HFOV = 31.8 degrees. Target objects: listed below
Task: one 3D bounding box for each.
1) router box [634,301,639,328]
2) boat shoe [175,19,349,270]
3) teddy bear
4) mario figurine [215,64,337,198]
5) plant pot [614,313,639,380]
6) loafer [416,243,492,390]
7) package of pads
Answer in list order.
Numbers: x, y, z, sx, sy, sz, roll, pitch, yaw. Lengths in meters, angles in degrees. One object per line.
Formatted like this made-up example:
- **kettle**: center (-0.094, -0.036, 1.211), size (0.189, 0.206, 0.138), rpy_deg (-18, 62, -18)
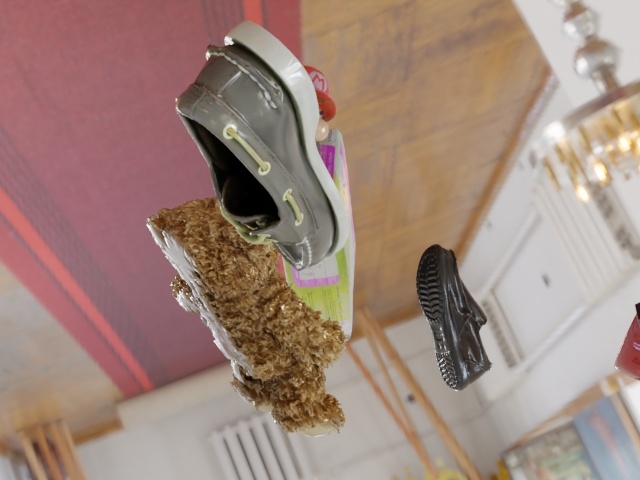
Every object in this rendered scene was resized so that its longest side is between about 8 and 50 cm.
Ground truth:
- **router box**: center (0.422, 0.075, 1.160), size (0.179, 0.046, 0.133), rpy_deg (-28, -162, 19)
- **boat shoe**: center (-0.049, -0.054, 0.942), size (0.091, 0.109, 0.305), rpy_deg (-45, 153, -16)
- **teddy bear**: center (-0.069, 0.086, 1.286), size (0.113, 0.338, 0.245), rpy_deg (-37, -164, -23)
- **mario figurine**: center (-0.059, -0.098, 1.533), size (0.170, 0.320, 0.198), rpy_deg (21, 164, 7)
- **plant pot**: center (0.549, 0.142, 1.648), size (0.191, 0.174, 0.191), rpy_deg (-54, 161, -29)
- **loafer**: center (0.202, 0.109, 1.666), size (0.078, 0.220, 0.080), rpy_deg (-14, -173, -22)
- **package of pads**: center (0.000, 0.000, 1.842), size (0.101, 0.229, 0.296), rpy_deg (-2, 135, 7)
